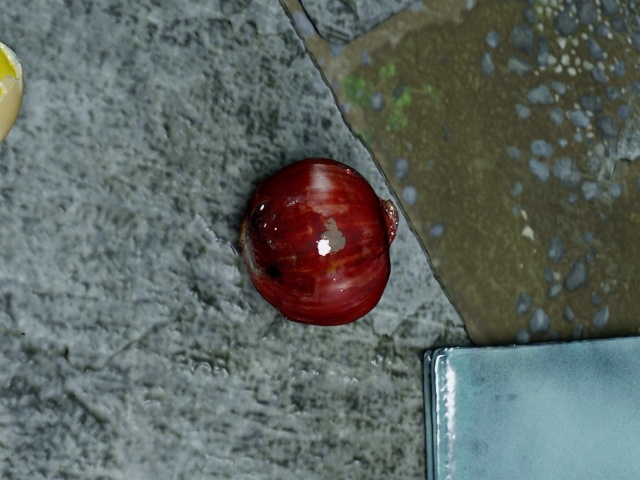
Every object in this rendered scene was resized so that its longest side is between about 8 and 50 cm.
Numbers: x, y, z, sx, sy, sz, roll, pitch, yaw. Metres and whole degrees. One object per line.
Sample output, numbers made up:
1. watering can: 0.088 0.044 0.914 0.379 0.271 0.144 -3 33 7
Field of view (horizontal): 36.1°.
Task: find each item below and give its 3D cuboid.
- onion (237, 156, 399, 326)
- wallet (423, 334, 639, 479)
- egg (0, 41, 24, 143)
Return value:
1. onion: 0.000 0.000 0.738 0.131 0.131 0.131 4 83 -32
2. wallet: 0.222 0.214 0.895 0.290 0.054 0.252 -1 84 -31
3. egg: -0.230 -0.092 0.635 0.071 0.071 0.083 7 87 -31
